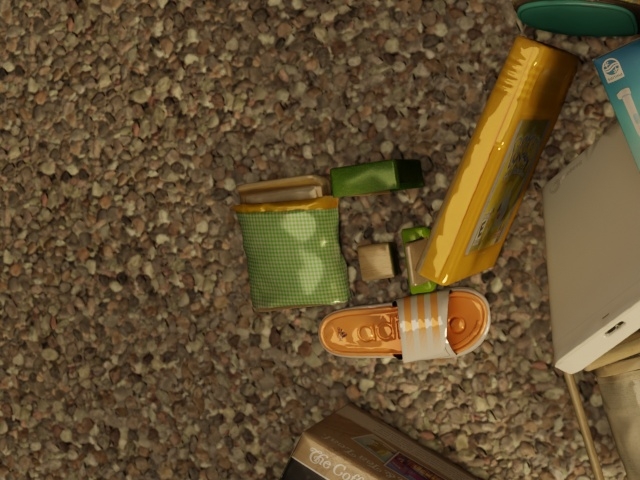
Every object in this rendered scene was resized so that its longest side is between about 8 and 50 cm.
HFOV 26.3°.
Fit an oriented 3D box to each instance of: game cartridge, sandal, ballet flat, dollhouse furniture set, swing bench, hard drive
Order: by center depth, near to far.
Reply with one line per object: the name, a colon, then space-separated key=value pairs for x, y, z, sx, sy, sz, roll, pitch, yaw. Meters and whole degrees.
hard drive: x=0.367 y=-0.004 z=1.752 sx=0.040 sy=0.307 sz=0.203 roll=26 pitch=134 yaw=-22
game cartridge: x=0.243 y=-0.105 z=1.801 sx=0.053 sy=0.285 sz=0.323 roll=27 pitch=103 yaw=16
swing bench: x=0.476 y=0.238 z=1.805 sx=0.255 sy=0.165 sz=0.253 roll=-16 pitch=88 yaw=-6
ballet flat: x=0.435 y=-0.325 z=1.816 sx=0.349 sy=0.123 sz=0.123 roll=9 pitch=98 yaw=19
dollhouse furniture set: x=0.000 y=0.000 z=1.965 sx=0.302 sy=0.151 sz=0.197 roll=-8 pitch=92 yaw=20
sandal: x=0.114 y=0.133 z=1.976 sx=0.265 sy=0.076 sz=0.102 roll=-10 pitch=91 yaw=20

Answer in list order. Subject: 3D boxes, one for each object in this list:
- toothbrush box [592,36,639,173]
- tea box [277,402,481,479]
toothbrush box: x=0.466 y=-0.112 z=1.657 sx=0.126 sy=0.216 sz=0.295 roll=-22 pitch=86 yaw=28
tea box: x=0.079 y=0.461 z=1.941 sx=0.329 sy=0.220 sz=0.323 roll=30 pitch=104 yaw=14
